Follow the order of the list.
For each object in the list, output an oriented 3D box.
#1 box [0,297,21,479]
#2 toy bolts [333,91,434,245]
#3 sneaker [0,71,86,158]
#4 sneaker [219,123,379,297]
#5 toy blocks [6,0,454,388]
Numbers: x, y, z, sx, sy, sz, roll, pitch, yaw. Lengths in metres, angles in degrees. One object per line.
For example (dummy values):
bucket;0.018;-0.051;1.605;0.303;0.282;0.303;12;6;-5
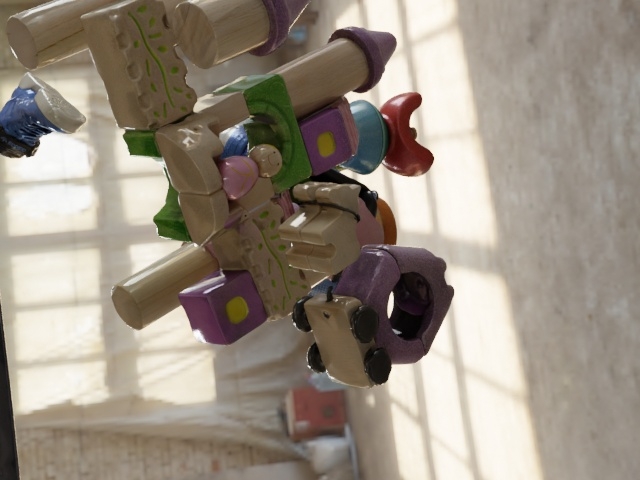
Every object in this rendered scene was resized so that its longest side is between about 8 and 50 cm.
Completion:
box;-0.342;0.135;0.704;0.073;0.293;0.295;111;148;-49
toy bolts;0.015;-0.076;1.346;0.228;0.158;0.218;-32;68;55
sneaker;-0.289;-0.112;1.130;0.085;0.058;0.152;-55;36;2
sneaker;0.000;0.000;1.241;0.130;0.147;0.330;-61;-39;-15
toy blocks;-0.013;-0.088;0.828;0.309;0.260;0.289;6;119;49
